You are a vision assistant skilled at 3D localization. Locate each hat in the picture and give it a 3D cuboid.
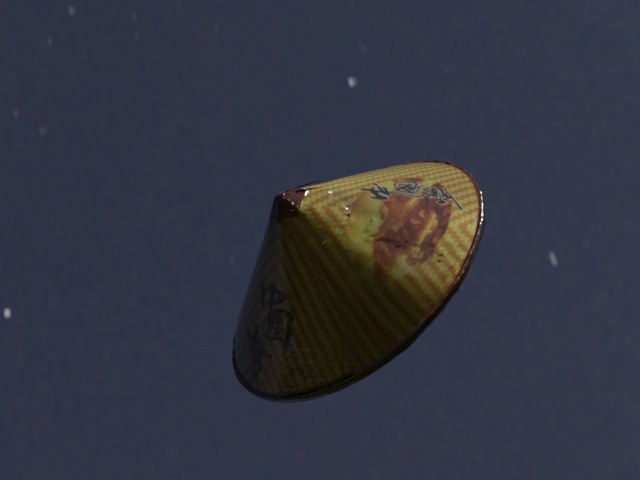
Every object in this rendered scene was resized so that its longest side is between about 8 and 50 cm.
[{"bbox_3d":[0.000,0.000,1.137,0.193,0.193,0.082,-33,-59,17],"label":"hat"}]
